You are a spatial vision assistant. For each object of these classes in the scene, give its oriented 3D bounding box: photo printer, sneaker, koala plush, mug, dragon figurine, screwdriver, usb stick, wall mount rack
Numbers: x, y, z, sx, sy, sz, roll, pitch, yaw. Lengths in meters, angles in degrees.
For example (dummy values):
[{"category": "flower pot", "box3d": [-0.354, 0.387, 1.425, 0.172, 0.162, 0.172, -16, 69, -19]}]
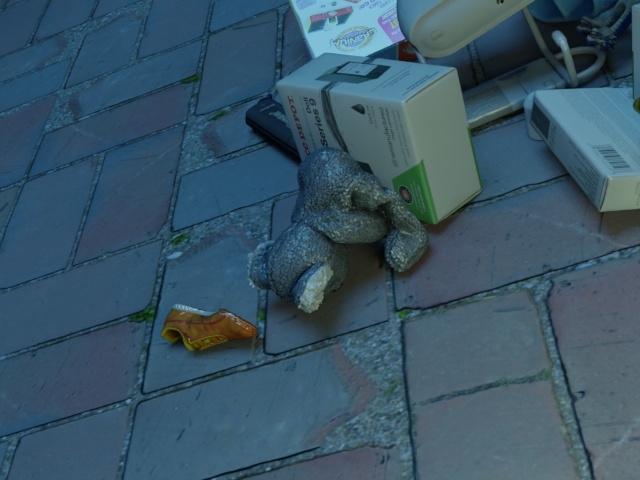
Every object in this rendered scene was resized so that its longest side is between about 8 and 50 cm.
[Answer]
[{"category": "photo printer", "box3d": [0.258, -0.440, 1.679, 0.308, 0.107, 0.256, -31, 32, 26]}, {"category": "sneaker", "box3d": [-0.162, 0.136, 1.525, 0.175, 0.064, 0.067, -1, 62, 41]}, {"category": "koala plush", "box3d": [0.000, 0.000, 1.488, 0.221, 0.203, 0.196, -49, 38, -11]}, {"category": "mug", "box3d": [0.353, -0.203, 1.609, 0.078, 0.064, 0.062, -24, 33, 3]}, {"category": "dragon figurine", "box3d": [0.552, -0.380, 1.669, 0.289, 0.144, 0.085, -10, 49, -18]}, {"category": "screwdriver", "box3d": [-0.096, -0.301, 2.076, 0.024, 0.025, 0.170, -3, 42, 31]}, {"category": "usb stick", "box3d": [-0.058, -0.202, 1.899, 0.077, 0.045, 0.278, -36, 35, -11]}, {"category": "wall mount rack", "box3d": [0.284, -0.312, 1.742, 0.350, 0.130, 0.304, -22, 31, 5]}]

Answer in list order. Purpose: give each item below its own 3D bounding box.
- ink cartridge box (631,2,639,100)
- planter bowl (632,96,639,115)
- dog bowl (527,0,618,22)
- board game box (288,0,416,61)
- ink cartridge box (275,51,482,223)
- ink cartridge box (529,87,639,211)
[{"category": "ink cartridge box", "box3d": [0.555, -0.286, 1.472, 0.208, 0.153, 0.087, -21, 32, -17]}, {"category": "planter bowl", "box3d": [0.507, -0.133, 1.301, 0.217, 0.090, 0.217, -5, 21, 2]}, {"category": "dog bowl", "box3d": [0.416, -0.454, 1.779, 0.074, 0.166, 0.297, -41, 18, -7]}, {"category": "board game box", "box3d": [0.065, -0.465, 2.029, 0.242, 0.064, 0.316, -23, 61, 6]}, {"category": "ink cartridge box", "box3d": [0.088, -0.163, 1.594, 0.121, 0.211, 0.289, -36, 33, -29]}, {"category": "ink cartridge box", "box3d": [0.458, -0.140, 1.463, 0.239, 0.060, 0.275, -3, 33, -10]}]
